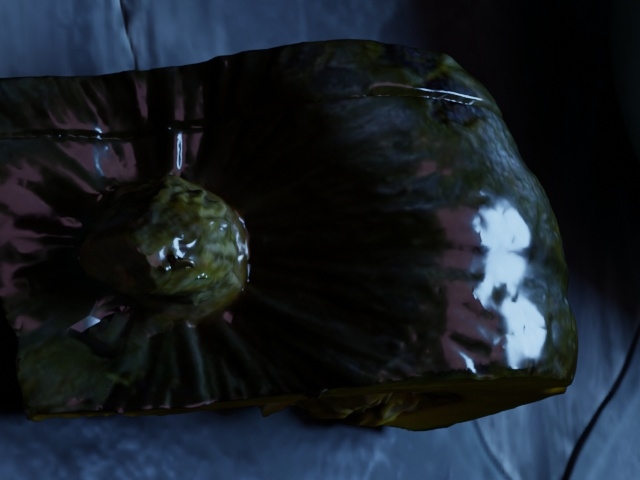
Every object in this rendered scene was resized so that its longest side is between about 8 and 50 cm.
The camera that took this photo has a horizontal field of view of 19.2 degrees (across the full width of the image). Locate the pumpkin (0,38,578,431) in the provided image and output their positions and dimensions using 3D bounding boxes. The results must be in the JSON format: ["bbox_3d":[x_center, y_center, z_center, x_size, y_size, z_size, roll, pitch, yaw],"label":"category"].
[{"bbox_3d":[-0.001,-0.001,0.682,0.248,0.126,0.131,4,74,-47],"label":"pumpkin"}]

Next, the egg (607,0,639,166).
[{"bbox_3d":[0.286,-0.078,0.928,0.352,0.258,0.258,26,61,-40],"label":"egg"}]
